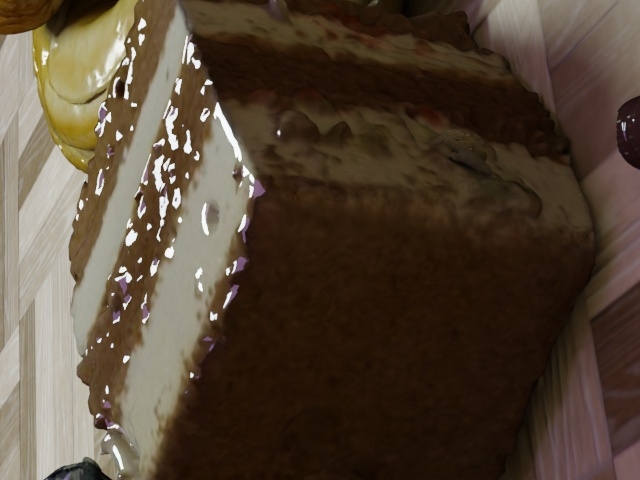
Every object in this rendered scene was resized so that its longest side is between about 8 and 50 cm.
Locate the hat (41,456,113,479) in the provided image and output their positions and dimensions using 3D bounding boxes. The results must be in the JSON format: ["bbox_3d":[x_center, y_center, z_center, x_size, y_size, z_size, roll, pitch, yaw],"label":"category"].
[{"bbox_3d":[-0.226,0.431,1.694,0.382,0.257,0.366,60,163,-12],"label":"hat"}]

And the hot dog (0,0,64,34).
[{"bbox_3d":[-0.193,-0.301,1.276,0.349,0.117,0.158,-48,39,37],"label":"hot dog"}]

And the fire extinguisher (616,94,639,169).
[{"bbox_3d":[0.209,-0.062,0.869,0.157,0.045,0.078,-23,91,64],"label":"fire extinguisher"}]

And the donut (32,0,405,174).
[{"bbox_3d":[-0.081,-0.223,1.368,0.449,0.198,0.449,-30,53,49],"label":"donut"}]

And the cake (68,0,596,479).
[{"bbox_3d":[0.000,0.000,1.088,0.290,0.255,0.282,59,135,50],"label":"cake"}]
